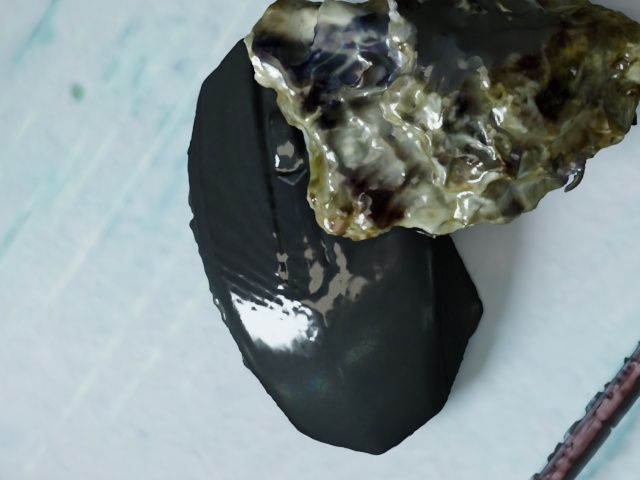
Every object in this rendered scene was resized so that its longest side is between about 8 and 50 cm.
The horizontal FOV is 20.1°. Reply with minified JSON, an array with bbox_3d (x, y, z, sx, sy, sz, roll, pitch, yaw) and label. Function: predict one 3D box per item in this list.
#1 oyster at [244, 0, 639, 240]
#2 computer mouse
[{"bbox_3d":[0.056,-0.057,0.641,0.148,0.051,0.103,-18,82,-16],"label":"oyster"},{"bbox_3d":[0.000,0.000,0.680,0.099,0.057,0.172,-14,92,16],"label":"computer mouse"}]
